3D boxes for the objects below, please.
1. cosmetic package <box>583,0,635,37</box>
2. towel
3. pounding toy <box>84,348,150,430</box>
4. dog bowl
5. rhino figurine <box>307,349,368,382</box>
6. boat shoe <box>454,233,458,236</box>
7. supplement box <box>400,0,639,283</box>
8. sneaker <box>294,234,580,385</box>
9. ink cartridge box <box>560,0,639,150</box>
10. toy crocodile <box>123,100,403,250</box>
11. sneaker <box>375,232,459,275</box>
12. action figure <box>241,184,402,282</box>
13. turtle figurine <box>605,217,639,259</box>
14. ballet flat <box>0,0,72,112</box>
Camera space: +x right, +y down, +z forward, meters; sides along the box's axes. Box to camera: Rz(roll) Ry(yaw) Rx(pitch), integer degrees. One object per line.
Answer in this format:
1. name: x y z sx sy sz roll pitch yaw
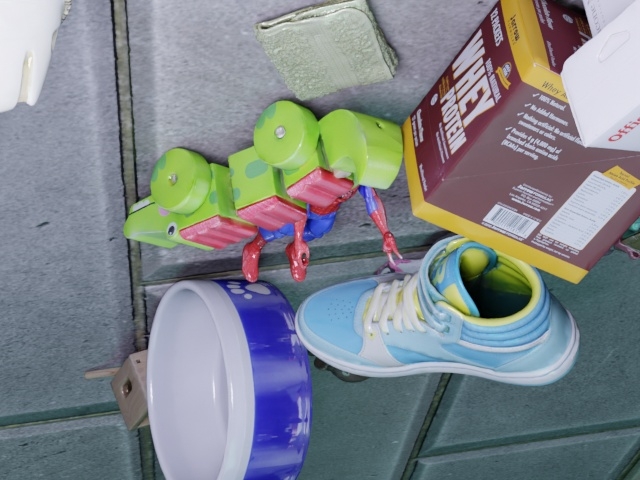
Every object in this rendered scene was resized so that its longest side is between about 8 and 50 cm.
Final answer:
1. cosmetic package: 0.302 -0.243 1.409 0.085 0.117 0.231 -1 153 -20
2. towel: 0.007 -0.174 1.551 0.110 0.027 0.148 -14 156 11
3. pounding toy: -0.215 0.177 2.188 0.130 0.100 0.141 -15 163 -27
4. dog bowl: -0.111 0.177 1.995 0.104 0.265 0.265 -1 155 -26
5. rhino figurine: 0.091 0.117 2.186 0.243 0.073 0.106 -29 147 33
6. boat shoe: 0.183 -0.049 1.785 0.113 0.127 0.340 -3 154 -15
7. supplement box: 0.208 -0.096 1.561 0.191 0.129 0.194 22 127 -22
8. sneaker: 0.104 0.059 1.790 0.319 0.127 0.208 1 154 19
9. ink cartridge box: 0.321 -0.136 1.414 0.190 0.082 0.139 1 154 -32
10. toy crocodile: -0.060 -0.052 1.689 0.340 0.105 0.115 -21 155 33
11. sneaker: 0.143 0.045 2.054 0.077 0.072 0.178 -2 163 -44
12. action figure: 0.000 0.000 1.814 0.091 0.139 0.280 -2 153 -22
13. turtle figurine: 0.353 -0.034 1.914 0.175 0.118 0.234 3 159 -28
14. ballet flat: -0.290 -0.137 1.317 0.164 0.182 0.483 5 152 -30
